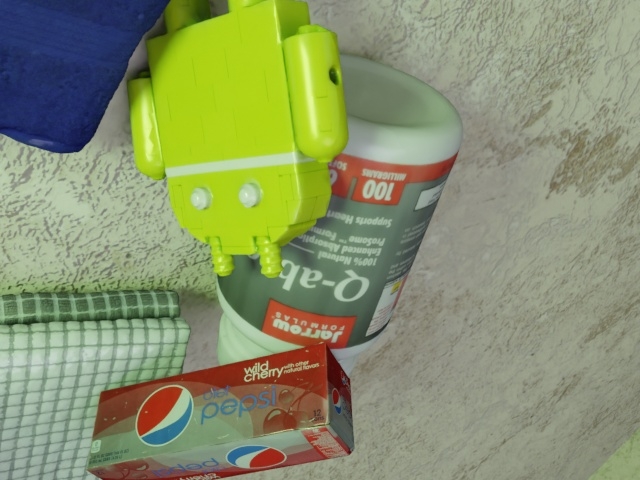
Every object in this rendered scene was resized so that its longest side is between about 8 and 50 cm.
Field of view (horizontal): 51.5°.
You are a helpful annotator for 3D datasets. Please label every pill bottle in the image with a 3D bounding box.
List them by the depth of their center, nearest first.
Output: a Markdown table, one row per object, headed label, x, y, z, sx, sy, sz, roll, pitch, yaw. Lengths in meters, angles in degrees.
| label | x | y | z | sx | sy | sz | roll | pitch | yaw |
| --- | --- | --- | --- | --- | --- | --- | --- | --- | --- |
| pill bottle | 0.000 | 0.000 | 0.731 | 0.210 | 0.210 | 0.363 | -4 | 128 | -28 |

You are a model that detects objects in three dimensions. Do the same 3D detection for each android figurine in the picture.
| label | x | y | z | sx | sy | sz | roll | pitch | yaw |
| --- | --- | --- | --- | --- | --- | --- | --- | --- | --- |
| android figurine | -0.077 | -0.102 | 0.576 | 0.056 | 0.248 | 0.273 | -14 | 102 | -50 |

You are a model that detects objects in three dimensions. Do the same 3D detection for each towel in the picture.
| label | x | y | z | sx | sy | sz | roll | pitch | yaw |
| --- | --- | --- | --- | --- | --- | --- | --- | --- | --- |
| towel | -0.223 | -0.197 | 0.478 | 0.227 | 0.076 | 0.308 | 3 | 142 | -46 |
| towel | -0.296 | 0.186 | 0.784 | 0.234 | 0.121 | 0.284 | 0 | 125 | -33 |

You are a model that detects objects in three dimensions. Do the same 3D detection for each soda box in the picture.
| label | x | y | z | sx | sy | sz | roll | pitch | yaw |
| --- | --- | --- | --- | --- | --- | --- | --- | --- | --- |
| soda box | -0.101 | 0.187 | 0.687 | 0.263 | 0.092 | 0.083 | -14 | 138 | 14 |
